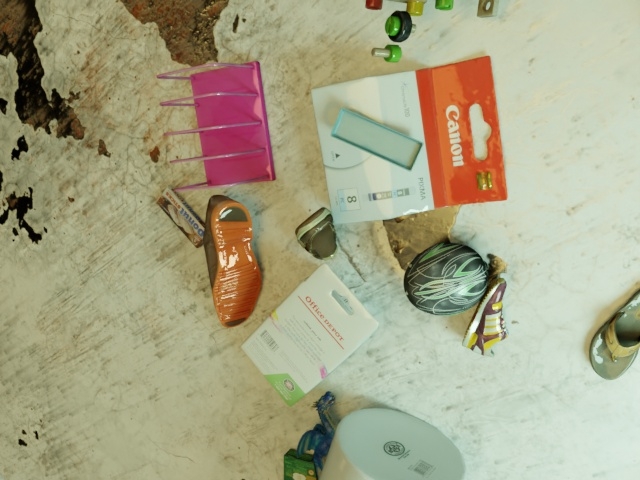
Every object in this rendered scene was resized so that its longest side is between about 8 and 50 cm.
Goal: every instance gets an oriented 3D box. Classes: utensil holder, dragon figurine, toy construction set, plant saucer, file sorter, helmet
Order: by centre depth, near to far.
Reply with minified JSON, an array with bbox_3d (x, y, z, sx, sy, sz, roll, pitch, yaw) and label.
[{"bbox_3d":[0.230,-0.539,1.192,0.257,0.237,0.308,-30,68,59],"label":"toy construction set"},{"bbox_3d":[0.119,-0.214,1.302,0.192,0.018,0.067,25,107,8],"label":"plant saucer"},{"bbox_3d":[0.267,0.083,1.306,0.169,0.161,0.169,7,105,26],"label":"helmet"},{"bbox_3d":[0.132,0.634,1.421,0.328,0.327,0.385,21,108,22],"label":"utensil holder"},{"bbox_3d":[-0.259,-0.271,1.484,0.202,0.182,0.290,-2,101,28],"label":"file sorter"},{"bbox_3d":[-0.004,0.529,1.586,0.144,0.085,0.289,32,104,17],"label":"dragon figurine"}]

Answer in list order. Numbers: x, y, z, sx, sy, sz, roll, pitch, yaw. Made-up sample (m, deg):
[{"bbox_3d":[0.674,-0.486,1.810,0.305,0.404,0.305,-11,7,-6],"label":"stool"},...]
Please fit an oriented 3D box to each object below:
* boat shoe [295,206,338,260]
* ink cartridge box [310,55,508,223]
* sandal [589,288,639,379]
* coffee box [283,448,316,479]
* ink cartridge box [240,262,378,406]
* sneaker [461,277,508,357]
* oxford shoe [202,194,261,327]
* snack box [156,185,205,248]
[{"bbox_3d":[0.006,-0.005,1.391,0.095,0.257,0.095,-40,85,-4],"label":"boat shoe"},{"bbox_3d":[0.184,-0.207,1.323,0.385,0.091,0.308,-5,100,29],"label":"ink cartridge box"},{"bbox_3d":[0.609,0.185,1.212,0.090,0.060,0.219,37,116,15],"label":"sandal"},{"bbox_3d":[-0.045,0.670,1.678,0.113,0.040,0.184,6,104,25],"label":"coffee box"},{"bbox_3d":[-0.010,0.218,1.507,0.207,0.119,0.353,49,119,10],"label":"ink cartridge box"},{"bbox_3d":[0.377,0.167,1.331,0.084,0.069,0.185,24,118,11],"label":"sneaker"},{"bbox_3d":[-0.239,0.053,1.610,0.133,0.130,0.363,35,128,53],"label":"oxford shoe"},{"bbox_3d":[-0.374,-0.064,1.684,0.178,0.022,0.064,47,117,11],"label":"snack box"}]
